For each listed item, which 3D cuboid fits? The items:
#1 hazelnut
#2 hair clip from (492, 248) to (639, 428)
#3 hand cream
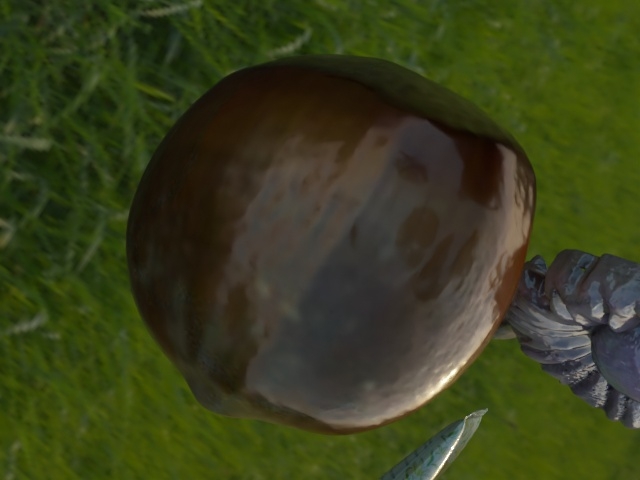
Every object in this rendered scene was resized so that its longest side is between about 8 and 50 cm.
[{"bbox_3d":[0.000,0.000,0.851,0.214,0.214,0.176,-51,135,-11],"label":"hazelnut"},{"bbox_3d":[0.156,0.052,0.993,0.173,0.300,0.069,37,85,-22],"label":"hair clip"},{"bbox_3d":[0.059,0.201,1.297,0.194,0.042,0.067,-45,161,10],"label":"hand cream"}]
